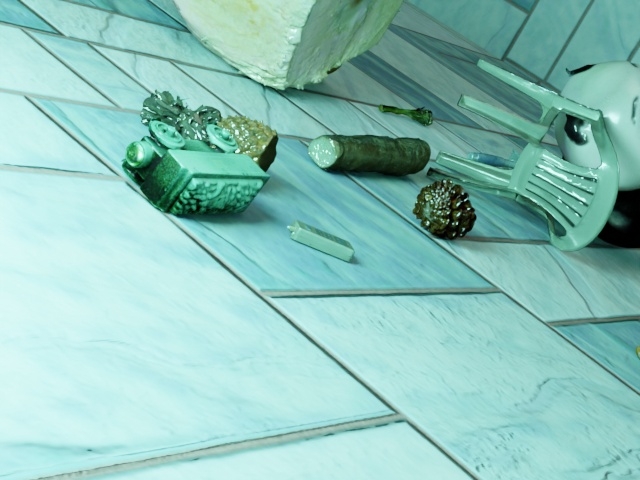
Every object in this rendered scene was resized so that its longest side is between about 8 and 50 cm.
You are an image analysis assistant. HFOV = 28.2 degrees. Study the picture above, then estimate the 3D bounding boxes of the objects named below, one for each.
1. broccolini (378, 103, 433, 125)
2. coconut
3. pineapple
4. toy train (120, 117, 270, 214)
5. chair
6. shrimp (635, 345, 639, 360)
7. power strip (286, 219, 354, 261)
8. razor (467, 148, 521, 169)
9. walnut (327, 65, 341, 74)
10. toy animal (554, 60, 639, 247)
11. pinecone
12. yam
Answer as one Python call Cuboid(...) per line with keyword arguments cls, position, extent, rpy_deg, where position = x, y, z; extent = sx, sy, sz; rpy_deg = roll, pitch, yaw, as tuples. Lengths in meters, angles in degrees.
Cuboid(cls="broccolini", position=(0.154, -0.224, 2.276), extent=(0.140, 0.030, 0.035), rpy_deg=(1, 68, -49))
Cuboid(cls="coconut", position=(-0.068, -0.461, 1.979), extent=(0.404, 0.404, 0.404), rpy_deg=(27, 17, -9))
Cuboid(cls="pineapple", position=(-0.128, -0.124, 1.439), extent=(0.159, 0.074, 0.074), rpy_deg=(24, 15, 10))
Cuboid(cls="toy train", position=(-0.125, -0.069, 1.279), extent=(0.099, 0.070, 0.172), rpy_deg=(47, 23, 20))
Cuboid(cls="chair", position=(0.319, -0.121, 1.953), extent=(0.274, 0.203, 0.190), rpy_deg=(23, 27, 6))
Cuboid(cls="shrimp", position=(0.442, 0.163, 1.608), extent=(0.108, 0.023, 0.059), rpy_deg=(23, 27, -21))
Cuboid(cls="power strip", position=(0.000, 0.000, 1.363), extent=(0.083, 0.017, 0.027), rpy_deg=(23, 16, -25))
Cuboid(cls="razor", position=(0.313, -0.141, 2.277), extent=(0.135, 0.040, 0.068), rpy_deg=(7, 26, -38))
Cuboid(cls="walnut", position=(-0.024, -0.316, 2.192), extent=(0.121, 0.052, 0.091), rpy_deg=(34, 16, 9))
Cuboid(cls="toy animal", position=(0.501, -0.151, 2.111), extent=(0.310, 0.251, 0.251), rpy_deg=(56, -1, -35))
Cuboid(cls="pinecone", position=(0.164, -0.040, 1.654), extent=(0.083, 0.077, 0.077), rpy_deg=(29, 13, -43))
Cuboid(cls="yam", position=(0.073, -0.121, 1.772), extent=(0.061, 0.061, 0.274), rpy_deg=(37, 19, 25))
